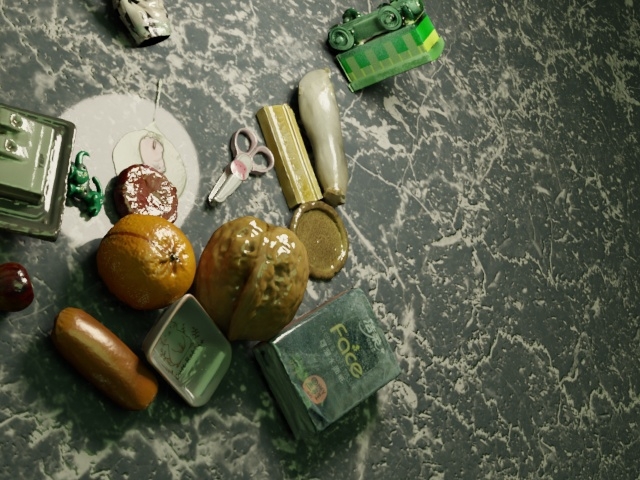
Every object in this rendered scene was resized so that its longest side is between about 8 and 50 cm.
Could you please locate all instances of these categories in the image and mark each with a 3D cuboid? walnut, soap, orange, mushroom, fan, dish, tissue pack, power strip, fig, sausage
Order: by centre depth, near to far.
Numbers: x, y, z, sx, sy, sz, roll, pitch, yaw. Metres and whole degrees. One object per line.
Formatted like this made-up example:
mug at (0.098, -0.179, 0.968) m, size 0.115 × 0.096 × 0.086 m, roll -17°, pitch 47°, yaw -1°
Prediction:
fig at (-0.565, 0.089, 1.643) m, size 0.125 × 0.089 × 0.089 m, roll -15°, pitch 81°, yaw -20°
power strip at (-0.572, -0.146, 1.702) m, size 0.251 × 0.092 × 0.257 m, roll 17°, pitch 59°, yaw -29°
sausage at (-0.396, 0.218, 1.723) m, size 0.238 × 0.098 × 0.098 m, roll 48°, pitch 46°, yaw -19°
orange at (-0.330, 0.040, 1.815) m, size 0.193 × 0.161 × 0.193 m, roll 23°, pitch 52°, yaw -34°
dish at (-0.262, 0.220, 1.836) m, size 0.154 × 0.064 × 0.234 m, roll -59°, pitch 140°, yaw -27°
walnut at (-0.143, 0.084, 1.928) m, size 0.224 × 0.257 × 0.257 m, roll 21°, pitch 55°, yaw -5°
fan at (-0.353, -0.216, 2.014) m, size 0.182 × 0.010 × 0.310 m, roll 19°, pitch 61°, yaw -36°
tissue pack at (0.017, 0.263, 2.074) m, size 0.316 × 0.103 × 0.228 m, roll -28°, pitch 93°, yaw -45°
soap at (-0.073, -0.203, 2.249) m, size 0.092 × 0.037 × 0.252 m, roll -13°, pitch 81°, yaw -46°
mushroom at (0.013, -0.253, 2.307) m, size 0.109 × 0.097 × 0.351 m, roll 21°, pitch 56°, yaw -76°

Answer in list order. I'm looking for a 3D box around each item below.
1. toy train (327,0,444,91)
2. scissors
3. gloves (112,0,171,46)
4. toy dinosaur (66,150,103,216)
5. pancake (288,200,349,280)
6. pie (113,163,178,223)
toy train at (0.162, -0.516, 2.430) m, size 0.202 × 0.301 × 0.120 m, roll 57°, pitch 43°, yaw -20°
scissors at (-0.188, -0.156, 2.125) m, size 0.118 × 0.030 × 0.242 m, roll 48°, pitch 44°, yaw -15°
gloves at (-0.402, -0.533, 2.049) m, size 0.128 × 0.111 × 0.212 m, roll -24°, pitch 91°, yaw -22°
toy dinosaur at (-0.464, -0.113, 1.841) m, size 0.096 × 0.059 × 0.132 m, roll 14°, pitch 67°, yaw -51°
pancake at (-0.001, 0.000, 2.218) m, size 0.199 × 0.021 × 0.199 m, roll 12°, pitch 73°, yaw -44°
pie at (-0.352, -0.088, 1.933) m, size 0.153 × 0.038 × 0.153 m, roll 15°, pitch 67°, yaw -39°
